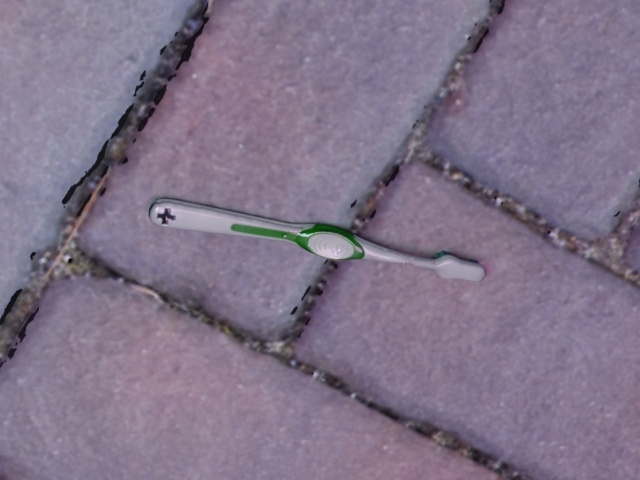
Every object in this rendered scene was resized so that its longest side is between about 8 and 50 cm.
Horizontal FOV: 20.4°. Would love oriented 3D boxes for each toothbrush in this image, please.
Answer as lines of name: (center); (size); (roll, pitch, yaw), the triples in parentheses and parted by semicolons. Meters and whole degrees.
toothbrush: (0.000, 0.001, 1.537); (0.304, 0.030, 0.030); (10, 106, -16)
